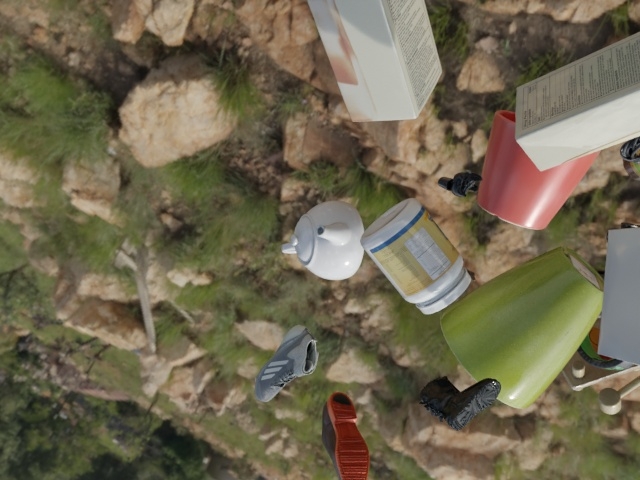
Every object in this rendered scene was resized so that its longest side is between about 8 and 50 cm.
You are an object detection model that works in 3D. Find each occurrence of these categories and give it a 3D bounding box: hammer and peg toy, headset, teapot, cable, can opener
[{"bbox_3d":[0.844,0.343,1.946,0.265,0.361,0.127,-20,135,2],"label":"hammer and peg toy"},{"bbox_3d":[0.807,0.149,1.746,0.185,0.394,0.243,9,179,-20],"label":"headset"},{"bbox_3d":[0.000,0.000,1.912,0.187,0.253,0.256,-1,126,-22],"label":"teapot"},{"bbox_3d":[0.751,-0.212,1.430,0.184,0.047,0.150,-11,164,12],"label":"cable"},{"bbox_3d":[0.336,-0.137,1.502,0.073,0.186,0.059,37,115,25],"label":"can opener"}]

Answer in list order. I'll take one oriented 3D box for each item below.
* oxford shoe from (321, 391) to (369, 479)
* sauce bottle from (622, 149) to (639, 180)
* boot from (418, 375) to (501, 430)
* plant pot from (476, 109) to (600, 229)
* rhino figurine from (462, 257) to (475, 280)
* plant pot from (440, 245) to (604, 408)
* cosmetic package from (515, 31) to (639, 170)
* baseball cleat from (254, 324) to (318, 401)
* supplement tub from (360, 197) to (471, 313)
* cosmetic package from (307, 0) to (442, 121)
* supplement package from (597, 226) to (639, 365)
[{"bbox_3d":[0.059,0.546,1.730,0.096,0.271,0.098,13,134,-24],"label":"oxford shoe"},{"bbox_3d":[0.883,-0.229,1.574,0.111,0.111,0.344,28,167,-7],"label":"sauce bottle"},{"bbox_3d":[0.236,0.263,1.120,0.045,0.121,0.099,56,169,-28],"label":"boot"},{"bbox_3d":[0.541,-0.178,1.695,0.274,0.275,0.243,20,113,4],"label":"plant pot"},{"bbox_3d":[0.402,0.075,2.082,0.106,0.073,0.243,4,-157,-40],"label":"rhino figurine"},{"bbox_3d":[0.459,0.161,1.399,0.274,0.275,0.293,34,116,-15],"label":"plant pot"},{"bbox_3d":[0.535,-0.268,1.233,0.309,0.160,0.113,-20,132,39],"label":"cosmetic package"},{"bbox_3d":[-0.076,0.289,1.446,0.072,0.206,0.109,17,-164,-39],"label":"baseball cleat"},{"bbox_3d":[0.191,0.032,1.299,0.200,0.144,0.144,51,137,-9],"label":"supplement tub"},{"bbox_3d":[0.082,-0.351,1.030,0.129,0.153,0.296,4,134,32],"label":"cosmetic package"},{"bbox_3d":[0.531,0.081,0.814,0.292,0.178,0.175,7,178,-7],"label":"supplement package"}]
